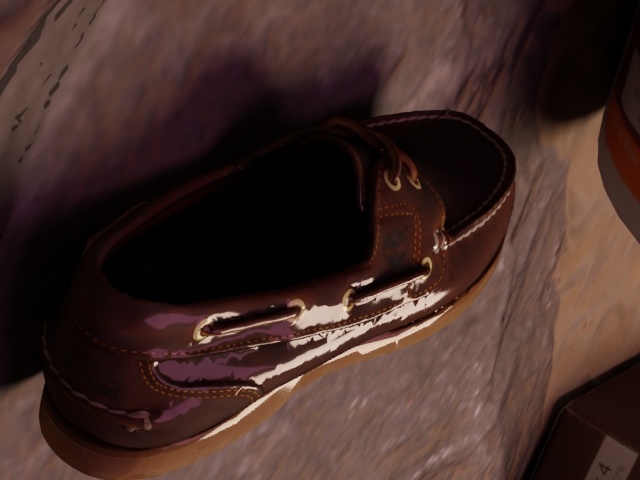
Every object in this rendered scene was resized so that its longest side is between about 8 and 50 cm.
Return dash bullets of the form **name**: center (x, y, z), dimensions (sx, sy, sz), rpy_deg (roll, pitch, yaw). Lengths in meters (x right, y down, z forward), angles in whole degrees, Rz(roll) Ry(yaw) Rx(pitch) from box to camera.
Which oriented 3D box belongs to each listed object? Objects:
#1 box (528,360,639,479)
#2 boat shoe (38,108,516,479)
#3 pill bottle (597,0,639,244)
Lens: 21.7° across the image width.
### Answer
- **box**: center (0.261, 0.178, 1.159), dimensions (0.381, 0.143, 0.191), rpy_deg (-15, 131, -55)
- **boat shoe**: center (0.000, 0.000, 0.521), dimensions (0.207, 0.073, 0.073), rpy_deg (-34, 148, -44)
- **pill bottle**: center (0.263, -0.162, 0.655), dimensions (0.224, 0.224, 0.392), rpy_deg (-36, 147, -42)
